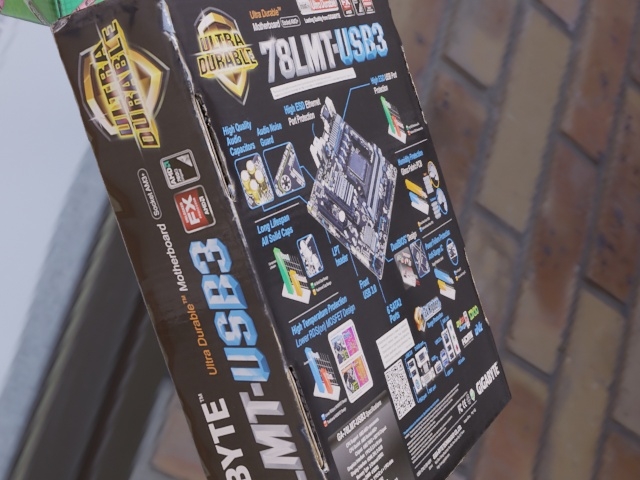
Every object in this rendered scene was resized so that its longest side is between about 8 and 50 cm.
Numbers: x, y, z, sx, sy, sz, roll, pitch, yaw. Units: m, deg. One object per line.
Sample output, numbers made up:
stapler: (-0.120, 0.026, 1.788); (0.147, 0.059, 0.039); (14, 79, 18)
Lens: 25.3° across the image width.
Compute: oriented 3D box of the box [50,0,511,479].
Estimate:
box: (0.000, 0.000, 0.786); (0.073, 0.295, 0.293); (-18, 95, 24)

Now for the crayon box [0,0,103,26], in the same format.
crayon box: (-0.196, -0.296, 1.446); (0.278, 0.081, 0.165); (-25, 30, -35)
